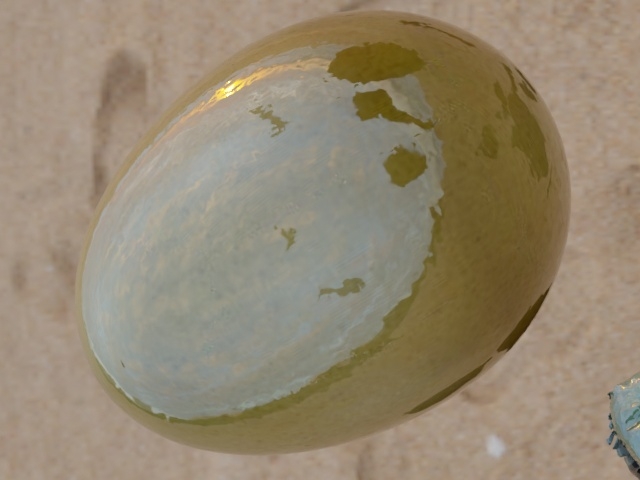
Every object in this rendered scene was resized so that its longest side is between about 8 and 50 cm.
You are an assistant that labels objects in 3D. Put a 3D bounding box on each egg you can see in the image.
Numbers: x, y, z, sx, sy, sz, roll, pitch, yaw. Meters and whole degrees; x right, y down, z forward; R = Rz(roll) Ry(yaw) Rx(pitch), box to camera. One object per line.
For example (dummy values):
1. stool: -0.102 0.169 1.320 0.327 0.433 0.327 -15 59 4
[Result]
1. egg: 0.000 0.000 1.024 0.322 0.250 0.250 -33 62 -4

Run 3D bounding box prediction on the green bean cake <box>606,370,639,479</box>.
1. green bean cake: 0.359 0.215 1.435 0.125 0.227 0.222 -38 44 -2
